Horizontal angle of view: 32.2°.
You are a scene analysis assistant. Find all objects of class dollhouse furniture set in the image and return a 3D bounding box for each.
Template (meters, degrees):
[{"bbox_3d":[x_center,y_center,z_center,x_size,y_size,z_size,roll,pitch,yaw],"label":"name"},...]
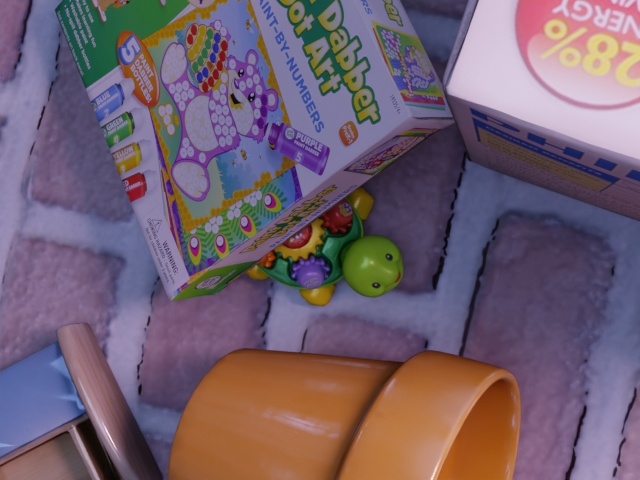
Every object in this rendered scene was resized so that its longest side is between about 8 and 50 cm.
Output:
[{"bbox_3d":[-0.241,0.207,0.715,0.198,0.303,0.286,-28,84,9],"label":"dollhouse furniture set"}]

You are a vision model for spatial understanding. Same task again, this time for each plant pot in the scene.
[{"bbox_3d":[0.010,0.159,0.739,0.188,0.205,0.205,15,91,25],"label":"plant pot"}]

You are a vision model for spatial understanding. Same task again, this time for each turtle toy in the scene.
[{"bbox_3d":[0.000,0.000,0.799,0.130,0.066,0.095,24,92,9],"label":"turtle toy"}]

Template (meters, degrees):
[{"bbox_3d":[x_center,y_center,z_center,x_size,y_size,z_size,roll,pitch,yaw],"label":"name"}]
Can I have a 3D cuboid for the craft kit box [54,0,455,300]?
[{"bbox_3d":[-0.059,-0.123,0.743,0.247,0.061,0.250,-35,72,35],"label":"craft kit box"}]

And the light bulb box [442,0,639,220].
[{"bbox_3d":[0.275,-0.102,0.607,0.358,0.361,0.225,20,92,9],"label":"light bulb box"}]
